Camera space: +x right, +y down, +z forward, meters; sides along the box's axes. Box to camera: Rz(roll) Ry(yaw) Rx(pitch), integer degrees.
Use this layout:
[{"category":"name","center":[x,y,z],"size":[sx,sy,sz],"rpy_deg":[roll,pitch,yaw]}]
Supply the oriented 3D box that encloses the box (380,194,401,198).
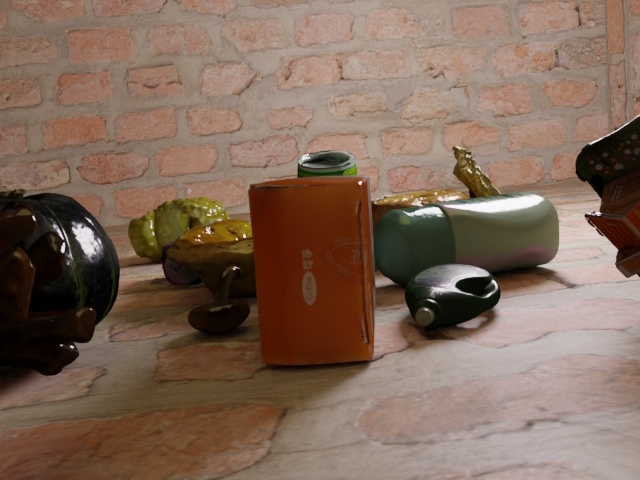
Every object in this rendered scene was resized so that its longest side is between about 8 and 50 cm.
[{"category":"box","center":[0.256,-0.065,1.706],"size":[0.035,0.139,0.245],"rpy_deg":[-36,16,-11]}]

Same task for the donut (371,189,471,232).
[{"category":"donut","center":[0.227,-0.033,1.428],"size":[0.299,0.150,0.317],"rpy_deg":[-11,9,-27]}]

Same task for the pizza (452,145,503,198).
[{"category":"pizza","center":[0.395,-0.107,1.466],"size":[0.075,0.288,0.280],"rpy_deg":[-37,-26,14]}]

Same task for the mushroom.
[{"category":"mushroom","center":[-0.143,0.097,0.938],"size":[0.088,0.073,0.129],"rpy_deg":[-17,33,40]}]

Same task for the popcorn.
[{"category":"popcorn","center":[-0.402,-0.029,1.797],"size":[0.286,0.174,0.225],"rpy_deg":[-16,-7,-3]}]

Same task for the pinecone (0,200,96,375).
[{"category":"pinecone","center":[-0.352,0.067,0.449],"size":[0.384,0.385,0.384],"rpy_deg":[-5,7,1]}]

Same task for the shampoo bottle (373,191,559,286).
[{"category":"shampoo bottle","center":[0.263,-0.003,1.160],"size":[0.349,0.151,0.222],"rpy_deg":[-9,14,-19]}]

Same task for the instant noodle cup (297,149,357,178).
[{"category":"instant noodle cup","center":[0.017,-0.094,1.530],"size":[0.207,0.233,0.207],"rpy_deg":[-3,25,2]}]

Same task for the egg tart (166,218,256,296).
[{"category":"egg tart","center":[-0.136,0.033,1.229],"size":[0.341,0.132,0.341],"rpy_deg":[-4,10,1]}]

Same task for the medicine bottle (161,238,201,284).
[{"category":"medicine bottle","center":[-0.296,0.045,1.394],"size":[0.119,0.094,0.188],"rpy_deg":[-7,7,-1]}]

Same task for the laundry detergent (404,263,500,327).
[{"category":"laundry detergent","center":[0.187,0.083,0.888],"size":[0.137,0.063,0.211],"rpy_deg":[5,11,22]}]

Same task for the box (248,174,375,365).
[{"category":"box","center":[0.003,0.020,0.872],"size":[0.143,0.225,0.341],"rpy_deg":[-3,7,7]}]

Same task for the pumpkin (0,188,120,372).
[{"category":"pumpkin","center":[-0.443,0.055,0.850],"size":[0.323,0.241,0.323],"rpy_deg":[-10,4,1]}]

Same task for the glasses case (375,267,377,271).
[{"category":"glasses case","center":[0.000,0.000,1.098],"size":[0.075,0.218,0.049],"rpy_deg":[-38,-6,-44]}]

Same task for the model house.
[{"category":"model house","center":[0.480,-0.019,0.774],"size":[0.207,0.294,0.154],"rpy_deg":[-37,13,46]}]
